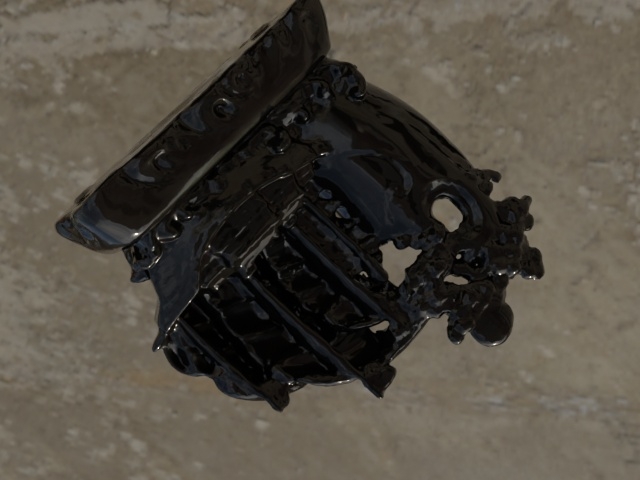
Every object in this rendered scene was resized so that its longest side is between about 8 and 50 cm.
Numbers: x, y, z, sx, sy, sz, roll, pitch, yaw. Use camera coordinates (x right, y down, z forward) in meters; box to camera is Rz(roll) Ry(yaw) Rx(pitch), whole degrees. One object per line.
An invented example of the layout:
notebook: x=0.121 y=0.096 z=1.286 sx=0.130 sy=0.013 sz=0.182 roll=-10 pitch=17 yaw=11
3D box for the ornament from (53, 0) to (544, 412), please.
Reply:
ornament: x=0.000 y=0.000 z=0.726 sx=0.260 sy=0.251 sz=0.106 roll=47 pitch=161 yaw=-6
